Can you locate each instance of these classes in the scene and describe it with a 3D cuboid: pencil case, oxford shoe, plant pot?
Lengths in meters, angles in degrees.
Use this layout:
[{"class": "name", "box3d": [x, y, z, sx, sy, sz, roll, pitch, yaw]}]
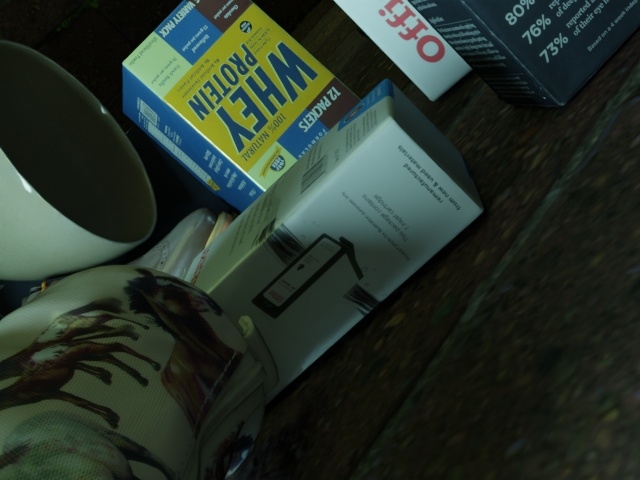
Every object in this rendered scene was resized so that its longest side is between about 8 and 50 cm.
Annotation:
[{"class": "pencil case", "box3d": [-0.123, 0.150, 0.452, 0.183, 0.160, 0.410, -5, 21, 9]}, {"class": "oxford shoe", "box3d": [-0.245, 0.081, 1.145, 0.363, 0.133, 0.130, -45, 12, 1]}, {"class": "plant pot", "box3d": [-0.357, -0.061, 1.237, 0.191, 0.284, 0.284, -35, 15, 17]}]

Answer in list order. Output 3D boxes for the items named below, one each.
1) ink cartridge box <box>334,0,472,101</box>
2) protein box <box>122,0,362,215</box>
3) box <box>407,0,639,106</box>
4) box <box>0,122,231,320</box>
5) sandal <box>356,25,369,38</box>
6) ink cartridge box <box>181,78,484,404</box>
[{"class": "ink cartridge box", "box3d": [0.151, -0.359, 0.909, 0.395, 0.285, 0.166, -40, 14, 28]}, {"class": "protein box", "box3d": [-0.087, -0.136, 1.108, 0.136, 0.201, 0.200, -49, 3, -12]}, {"class": "box", "box3d": [0.124, -0.211, 0.697, 0.153, 0.207, 0.108, -46, 12, -1]}, {"class": "box", "box3d": [-0.319, 0.011, 1.517, 0.343, 0.179, 0.312, -49, 12, -16]}, {"class": "sandal", "box3d": [0.173, -0.295, 1.135, 0.303, 0.086, 0.120, -28, 9, 9]}, {"class": "ink cartridge box", "box3d": [0.000, 0.000, 0.707, 0.203, 0.086, 0.148, -43, 12, 15]}]
